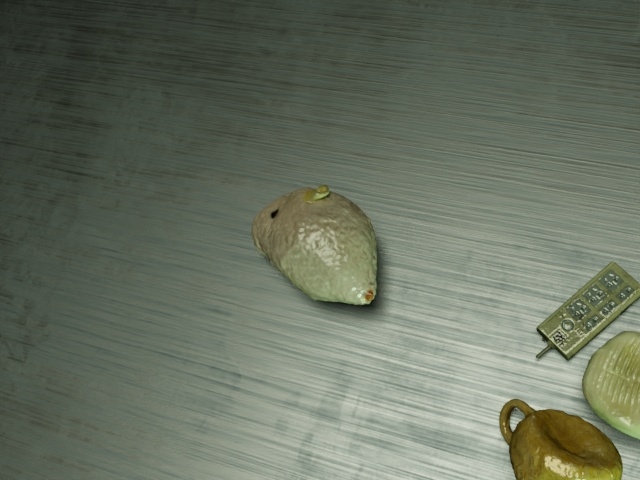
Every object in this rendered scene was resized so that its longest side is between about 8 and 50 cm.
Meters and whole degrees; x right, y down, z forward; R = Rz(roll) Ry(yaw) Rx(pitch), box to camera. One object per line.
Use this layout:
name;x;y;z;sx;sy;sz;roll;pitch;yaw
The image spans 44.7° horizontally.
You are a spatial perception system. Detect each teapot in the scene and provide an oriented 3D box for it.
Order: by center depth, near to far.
teapot;0.440;0.427;1.464;0.311;0.203;0.167;43;127;46

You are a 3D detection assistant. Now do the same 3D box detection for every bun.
bun;0.621;0.272;1.471;0.229;0.145;0.229;-15;56;24

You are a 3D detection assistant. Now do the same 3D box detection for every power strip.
power strip;0.545;0.155;1.608;0.268;0.034;0.092;-40;64;-4

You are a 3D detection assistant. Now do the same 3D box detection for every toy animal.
toy animal;0.005;0.004;1.732;0.358;0.188;0.226;40;88;25
